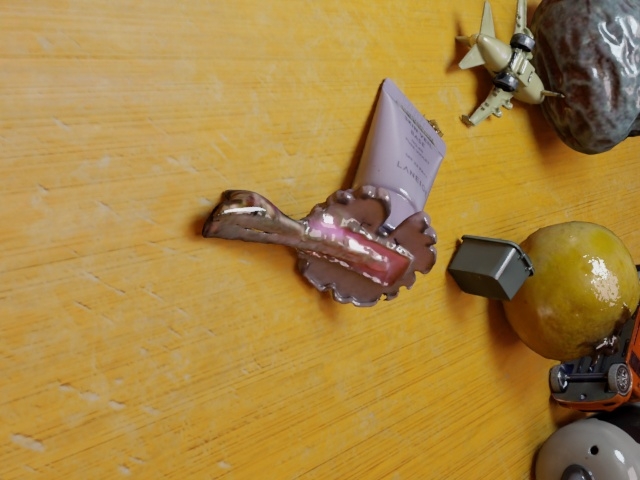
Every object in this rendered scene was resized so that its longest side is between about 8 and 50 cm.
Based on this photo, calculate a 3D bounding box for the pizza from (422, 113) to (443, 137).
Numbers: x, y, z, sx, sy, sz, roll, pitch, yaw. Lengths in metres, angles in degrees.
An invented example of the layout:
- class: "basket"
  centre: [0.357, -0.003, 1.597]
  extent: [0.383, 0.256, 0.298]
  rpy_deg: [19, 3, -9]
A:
- class: "pizza"
  centre: [0.164, -0.174, 1.280]
  extent: [0.083, 0.016, 0.037]
  rpy_deg: [17, 69, -46]

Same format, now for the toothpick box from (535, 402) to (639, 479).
- class: "toothpick box"
  centre: [0.522, 0.431, 1.526]
  extent: [0.316, 0.229, 0.228]
  rpy_deg: [-2, 90, -47]

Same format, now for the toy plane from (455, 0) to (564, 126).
- class: "toy plane"
  centre: [0.320, -0.290, 1.410]
  extent: [0.256, 0.104, 0.241]
  rpy_deg: [25, 85, -39]

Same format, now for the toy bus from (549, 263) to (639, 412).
- class: "toy bus"
  centre: [0.572, 0.205, 1.623]
  extent: [0.153, 0.143, 0.329]
  rpy_deg: [48, 53, -27]

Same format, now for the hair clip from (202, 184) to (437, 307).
- class: "hair clip"
  centre: [-0.003, -0.006, 1.008]
  extent: [0.301, 0.173, 0.069]
  rpy_deg: [17, 40, -30]

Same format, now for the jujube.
- class: "jujube"
  centre: [0.492, -0.316, 1.504]
  extent: [0.246, 0.216, 0.307]
  rpy_deg: [-44, 114, -83]

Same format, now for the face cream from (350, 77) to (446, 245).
- class: "face cream"
  centre: [0.106, -0.093, 1.165]
  extent: [0.154, 0.096, 0.273]
  rpy_deg: [42, 47, -24]

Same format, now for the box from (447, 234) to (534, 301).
- class: "box"
  centre: [0.265, 0.045, 1.313]
  extent: [0.069, 0.122, 0.084]
  rpy_deg: [-53, 125, -22]

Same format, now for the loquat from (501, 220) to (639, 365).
- class: "loquat"
  centre: [0.423, 0.091, 1.404]
  extent: [0.244, 0.244, 0.243]
  rpy_deg: [3, 86, -49]
